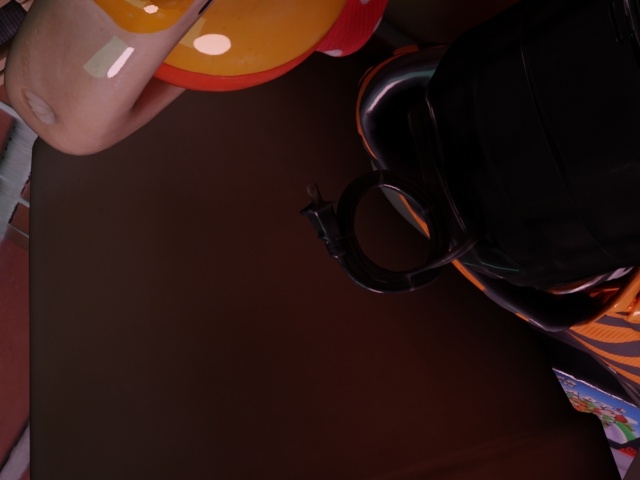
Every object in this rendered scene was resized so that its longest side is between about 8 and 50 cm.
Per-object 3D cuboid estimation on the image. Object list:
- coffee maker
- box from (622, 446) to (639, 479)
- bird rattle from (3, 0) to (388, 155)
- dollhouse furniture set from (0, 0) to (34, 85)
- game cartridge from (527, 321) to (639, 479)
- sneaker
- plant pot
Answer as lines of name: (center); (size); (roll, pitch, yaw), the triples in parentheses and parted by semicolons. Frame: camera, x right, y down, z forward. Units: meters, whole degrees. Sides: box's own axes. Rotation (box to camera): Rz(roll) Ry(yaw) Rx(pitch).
coffee maker: (0.105, -0.036, 0.555); (0.120, 0.171, 0.178); (48, 166, -4)
box: (0.211, 0.063, 0.678); (0.145, 0.186, 0.038); (34, 169, -19)
bird rattle: (-0.017, -0.108, 0.518); (0.143, 0.207, 0.253); (50, 157, -8)
dollhouse furniture set: (-0.271, -0.184, 1.122); (0.184, 0.129, 0.129); (59, -177, 28)
game cartridge: (0.156, 0.098, 1.165); (0.355, 0.068, 0.230); (24, 165, -6)
sneaker: (0.146, 0.022, 0.738); (0.321, 0.124, 0.180); (29, -173, 5)
plant pot: (-0.026, 0.059, 0.932); (0.323, 0.323, 0.280); (90, 165, -83)
